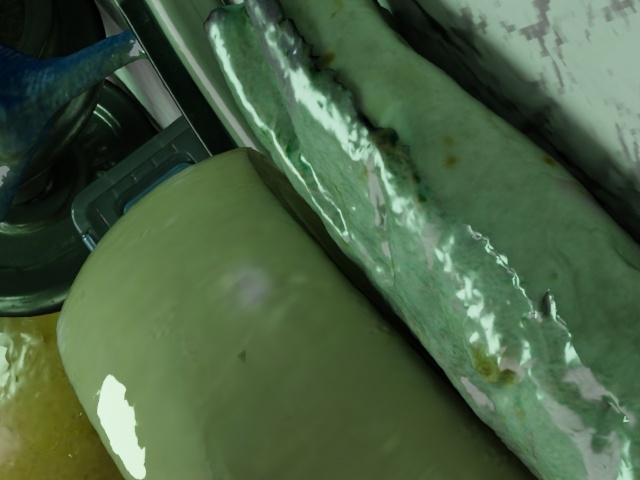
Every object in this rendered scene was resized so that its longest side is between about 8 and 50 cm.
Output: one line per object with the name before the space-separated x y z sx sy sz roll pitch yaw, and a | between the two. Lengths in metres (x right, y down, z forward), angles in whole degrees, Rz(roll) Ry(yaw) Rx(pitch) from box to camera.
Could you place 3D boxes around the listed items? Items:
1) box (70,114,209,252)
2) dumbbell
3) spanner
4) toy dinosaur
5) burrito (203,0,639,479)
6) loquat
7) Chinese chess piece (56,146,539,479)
box | -0.079 -0.018 0.983 0.074 0.099 0.054 53 -175 -1
dumbbell | -0.206 -0.068 1.126 0.192 0.192 0.290 49 168 29
spanner | 0.000 0.000 0.822 0.325 0.040 0.095 57 169 -9
toy dinosaur | -0.183 -0.107 0.937 0.248 0.188 0.075 49 -159 26
burrito | 0.064 0.020 0.512 0.309 0.066 0.096 48 163 31
loquat | -0.202 0.106 1.477 0.263 0.263 0.263 52 170 13
Chinese chess piece | 0.023 0.085 0.655 0.273 0.102 0.273 47 -176 -4
